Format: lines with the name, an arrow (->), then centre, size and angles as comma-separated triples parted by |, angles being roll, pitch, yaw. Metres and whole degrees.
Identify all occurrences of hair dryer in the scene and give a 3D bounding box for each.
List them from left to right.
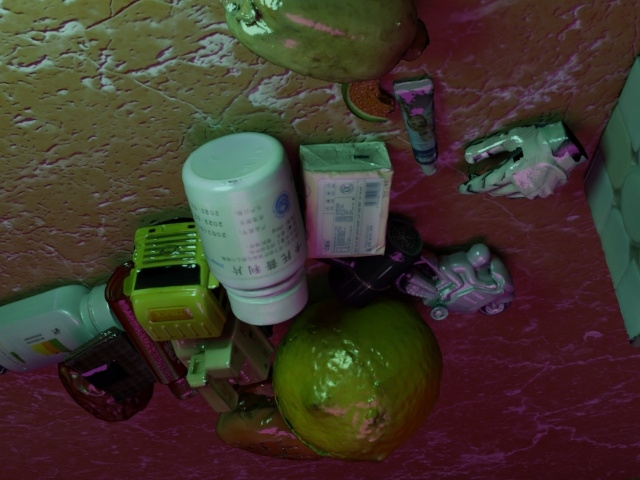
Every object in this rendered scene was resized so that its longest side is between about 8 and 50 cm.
hair dryer -> 0.000, 0.000, 1.679 | 0.352, 0.107, 0.189 | 20, 137, -26

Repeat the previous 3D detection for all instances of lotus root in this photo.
lotus root -> 0.012, -0.283, 1.186 | 0.284, 0.146, 0.160 | 9, 163, -26

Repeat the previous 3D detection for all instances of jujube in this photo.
jujube -> -0.464, 0.294, 2.003 | 0.174, 0.174, 0.250 | -15, 135, 15

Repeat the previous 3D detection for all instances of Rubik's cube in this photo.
Rubik's cube -> 0.649, -0.063, 1.438 | 0.344, 0.346, 0.347 | -3, 148, -5

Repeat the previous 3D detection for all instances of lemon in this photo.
lemon -> 0.081, 0.270, 1.889 | 0.350, 0.350, 0.387 | -31, 180, 34

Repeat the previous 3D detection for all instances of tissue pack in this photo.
tissue pack -> 0.038, -0.065, 1.544 | 0.148, 0.092, 0.196 | -2, 131, -6

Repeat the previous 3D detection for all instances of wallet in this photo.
wallet -> -0.404, 0.250, 1.826 | 0.124, 0.042, 0.230 | -32, 150, -2

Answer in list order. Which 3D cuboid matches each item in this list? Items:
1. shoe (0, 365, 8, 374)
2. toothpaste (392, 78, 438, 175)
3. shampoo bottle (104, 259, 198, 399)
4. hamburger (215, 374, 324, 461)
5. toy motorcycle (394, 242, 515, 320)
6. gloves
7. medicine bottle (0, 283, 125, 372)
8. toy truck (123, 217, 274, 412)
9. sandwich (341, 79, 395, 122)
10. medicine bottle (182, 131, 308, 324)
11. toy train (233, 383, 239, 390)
shoe -> -0.711, 0.214, 1.922 | 0.106, 0.091, 0.207 | 9, 160, 28
toothpaste -> 0.160, -0.178, 1.473 | 0.062, 0.037, 0.216 | -9, 142, 8
shampoo bottle -> -0.320, 0.185, 1.807 | 0.076, 0.118, 0.314 | -11, 129, 14
hamburger -> -0.102, 0.448, 2.295 | 0.304, 0.174, 0.284 | 21, 151, -24
toy motorcycle -> 0.283, 0.070, 1.826 | 0.260, 0.110, 0.171 | 16, 126, -18
gloves -> 0.325, -0.117, 1.530 | 0.212, 0.111, 0.127 | -33, 144, 24
medicine bottle -> -0.518, 0.171, 1.845 | 0.296, 0.111, 0.161 | -18, 138, 16
toy truck -> -0.214, 0.144, 1.729 | 0.181, 0.254, 0.405 | -8, 145, 11
sandwich -> 0.067, -0.223, 1.392 | 0.067, 0.029, 0.135 | -21, 144, 13
medicine bottle -> -0.111, -0.014, 1.487 | 0.170, 0.170, 0.293 | -8, 126, 4
toy train -> -0.245, 0.267, 2.061 | 0.137, 0.090, 0.225 | 5, 147, -3
